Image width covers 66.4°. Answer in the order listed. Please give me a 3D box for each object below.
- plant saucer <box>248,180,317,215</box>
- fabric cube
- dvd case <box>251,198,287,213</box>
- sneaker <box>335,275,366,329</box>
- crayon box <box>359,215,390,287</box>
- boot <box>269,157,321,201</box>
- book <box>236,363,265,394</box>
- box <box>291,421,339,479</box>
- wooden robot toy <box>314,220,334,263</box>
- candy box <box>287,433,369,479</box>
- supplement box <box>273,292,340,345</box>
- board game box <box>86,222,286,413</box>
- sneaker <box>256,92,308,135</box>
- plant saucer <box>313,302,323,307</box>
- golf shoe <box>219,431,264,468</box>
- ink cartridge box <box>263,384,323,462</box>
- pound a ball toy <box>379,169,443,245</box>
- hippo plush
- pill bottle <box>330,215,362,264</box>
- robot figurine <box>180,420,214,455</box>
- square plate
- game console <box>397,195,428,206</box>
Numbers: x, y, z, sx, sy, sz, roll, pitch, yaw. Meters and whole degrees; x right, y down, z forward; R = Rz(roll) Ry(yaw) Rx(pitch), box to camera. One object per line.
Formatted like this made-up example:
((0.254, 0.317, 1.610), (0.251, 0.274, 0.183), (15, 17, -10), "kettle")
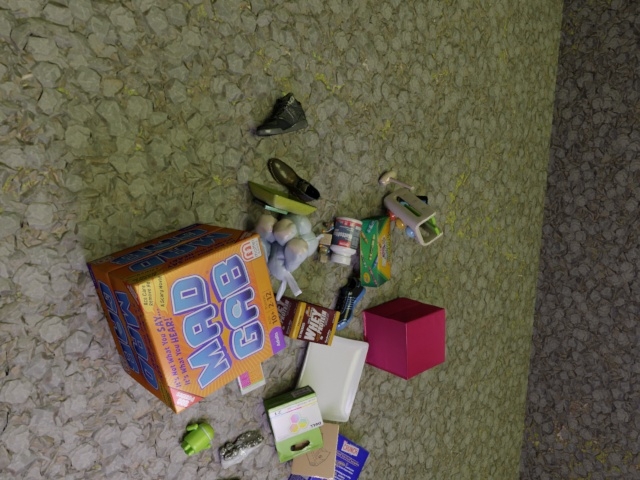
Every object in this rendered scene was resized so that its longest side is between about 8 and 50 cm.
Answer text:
((-0.136, -0.137, 1.667), (0.188, 0.188, 0.045), (15, 100, -42), "plant saucer")
((0.365, 0.418, 2.137), (0.258, 0.259, 0.254), (-12, 105, -38), "fabric cube")
((-0.175, -0.117, 1.664), (0.087, 0.119, 0.013), (14, 99, -35), "dvd case")
((0.100, 0.252, 2.001), (0.090, 0.081, 0.232), (52, 56, -30), "sneaker")
((0.231, 0.042, 2.046), (0.165, 0.081, 0.278), (-20, 110, -62), "crayon box")
((-0.085, -0.217, 1.745), (0.219, 0.106, 0.082), (45, 67, -36), "boot")
((-0.257, 0.462, 1.737), (0.096, 0.035, 0.144), (-20, 109, -35), "book")
((-0.018, 0.808, 1.898), (0.021, 0.164, 0.201), (89, 9, -68), "box")
((0.000, 0.000, 1.897), (0.079, 0.076, 0.173), (11, 88, -7), "wooden robot toy")
((0.026, 0.950, 1.997), (0.268, 0.122, 0.317), (45, 68, -34), "candy box")
((-0.073, 0.284, 1.768), (0.194, 0.191, 0.129), (22, 82, -41), "supplement box")
((-0.372, 0.185, 1.377), (0.356, 0.356, 0.356), (-25, 113, -37), "board game box")
((-0.143, -0.430, 1.682), (0.227, 0.087, 0.130), (-29, 112, -39), "sneaker")
((-0.013, 0.290, 1.941), (0.083, 0.015, 0.083), (-7, 101, -41), "plant saucer")
((-0.282, 0.749, 1.745), (0.176, 0.069, 0.086), (-12, 124, -37), "golf shoe")
((-0.085, 0.696, 1.813), (0.189, 0.097, 0.255), (-16, 97, -16), "ink cartridge box")
((0.351, -0.136, 2.050), (0.136, 0.319, 0.208), (-34, 127, -4), "pound a ball toy")
((-0.081, 0.009, 1.695), (0.236, 0.234, 0.294), (-37, 101, -45), "hippo plush")
((0.096, 0.002, 1.937), (0.108, 0.108, 0.180), (16, 85, -42), "pill bottle")
((-0.401, 0.651, 1.609), (0.115, 0.067, 0.101), (-38, 107, -32), "robot figurine")
((0.033, 0.557, 1.997), (0.347, 0.049, 0.344), (23, 80, -41), "square plate")
((0.415, -0.133, 2.219), (0.124, 0.085, 0.144), (-3, 97, -42), "game console")
